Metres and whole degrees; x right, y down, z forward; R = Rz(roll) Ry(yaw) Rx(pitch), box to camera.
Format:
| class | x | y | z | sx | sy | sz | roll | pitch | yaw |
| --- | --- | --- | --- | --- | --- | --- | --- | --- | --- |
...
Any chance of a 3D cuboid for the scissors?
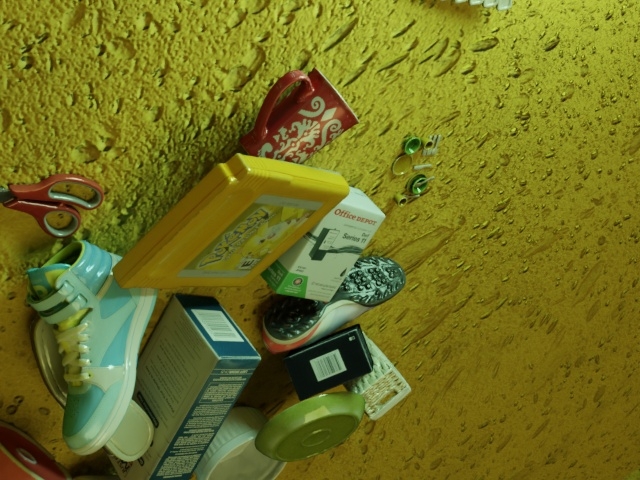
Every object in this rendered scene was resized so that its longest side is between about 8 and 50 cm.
| class | x | y | z | sx | sy | sz | roll | pitch | yaw |
| --- | --- | --- | --- | --- | --- | --- | --- | --- | --- |
| scissors | -0.444 | -0.072 | 1.287 | 0.297 | 0.021 | 0.109 | 18 | 115 | -46 |

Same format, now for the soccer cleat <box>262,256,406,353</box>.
| class | x | y | z | sx | sy | sz | roll | pitch | yaw |
| --- | --- | --- | --- | --- | --- | --- | --- | --- | --- |
| soccer cleat | 0.025 | 0.129 | 1.813 | 0.318 | 0.109 | 0.116 | -25 | 158 | -21 |

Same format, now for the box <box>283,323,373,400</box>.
| class | x | y | z | sx | sy | sz | roll | pitch | yaw |
| --- | --- | --- | --- | --- | --- | --- | --- | --- | --- |
| box | 0.020 | 0.240 | 1.818 | 0.155 | 0.093 | 0.158 | -22 | 178 | 4 |

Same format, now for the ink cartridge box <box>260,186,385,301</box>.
| class | x | y | z | sx | sy | sz | roll | pitch | yaw |
| --- | --- | --- | --- | --- | --- | --- | --- | --- | --- |
| ink cartridge box | 0.000 | 0.000 | 1.668 | 0.153 | 0.087 | 0.208 | 13 | 116 | -46 |

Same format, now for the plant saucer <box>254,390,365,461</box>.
| class | x | y | z | sx | sy | sz | roll | pitch | yaw |
| --- | --- | --- | --- | --- | --- | --- | --- | --- | --- |
| plant saucer | -0.014 | 0.383 | 1.831 | 0.240 | 0.037 | 0.241 | -18 | 148 | -12 |

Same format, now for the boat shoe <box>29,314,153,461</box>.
| class | x | y | z | sx | sy | sz | roll | pitch | yaw |
| --- | --- | --- | --- | --- | --- | --- | --- | --- | --- |
| boat shoe | -0.398 | 0.241 | 1.532 | 0.116 | 0.096 | 0.324 | -48 | 128 | -29 |

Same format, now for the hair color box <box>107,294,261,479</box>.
| class | x | y | z | sx | sy | sz | roll | pitch | yaw |
| --- | --- | --- | --- | --- | --- | --- | --- | --- | --- |
| hair color box | -0.261 | 0.287 | 1.646 | 0.105 | 0.174 | 0.347 | 9 | 120 | -46 |

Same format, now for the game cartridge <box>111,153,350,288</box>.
| class | x | y | z | sx | sy | sz | roll | pitch | yaw |
| --- | --- | --- | --- | --- | --- | --- | --- | --- | --- |
| game cartridge | -0.133 | -0.019 | 1.455 | 0.285 | 0.053 | 0.323 | -41 | 161 | 23 |

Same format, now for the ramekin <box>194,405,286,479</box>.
| class | x | y | z | sx | sy | sz | roll | pitch | yaw |
| --- | --- | --- | --- | --- | --- | --- | --- | --- | --- |
| ramekin | -0.178 | 0.445 | 1.916 | 0.207 | 0.109 | 0.207 | -23 | 137 | -23 |

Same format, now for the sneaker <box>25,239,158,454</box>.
| class | x | y | z | sx | sy | sz | roll | pitch | yaw |
| --- | --- | --- | --- | --- | --- | --- | --- | --- | --- |
| sneaker | -0.378 | 0.148 | 1.381 | 0.127 | 0.319 | 0.208 | -11 | 148 | 35 |

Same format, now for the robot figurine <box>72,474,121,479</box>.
| class | x | y | z | sx | sy | sz | roll | pitch | yaw |
| --- | --- | --- | --- | --- | --- | --- | --- | --- | --- |
| robot figurine | -0.386 | 0.560 | 1.774 | 0.353 | 0.200 | 0.300 | 14 | 130 | -46 |

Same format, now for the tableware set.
| class | x | y | z | sx | sy | sz | roll | pitch | yaw |
| --- | --- | --- | --- | --- | --- | --- | --- | --- | --- |
| tableware set | 0.179 | -0.133 | 1.746 | 0.104 | 0.024 | 0.154 | -8 | 131 | -34 |

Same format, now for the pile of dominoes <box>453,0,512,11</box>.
| class | x | y | z | sx | sy | sz | roll | pitch | yaw |
| --- | --- | --- | --- | --- | --- | --- | --- | --- | --- |
| pile of dominoes | 0.245 | -0.484 | 1.482 | 0.251 | 0.040 | 0.196 | 0 | 126 | -30 |

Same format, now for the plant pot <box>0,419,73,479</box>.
| class | x | y | z | sx | sy | sz | roll | pitch | yaw |
| --- | --- | --- | --- | --- | --- | --- | --- | --- | --- |
| plant pot | -0.556 | 0.447 | 1.499 | 0.243 | 0.275 | 0.275 | -50 | 142 | -7 |

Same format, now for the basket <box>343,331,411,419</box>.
| class | x | y | z | sx | sy | sz | roll | pitch | yaw |
| --- | --- | --- | --- | --- | --- | --- | --- | --- | --- |
| basket | 0.095 | 0.280 | 1.948 | 0.113 | 0.167 | 0.103 | -39 | 137 | -4 |

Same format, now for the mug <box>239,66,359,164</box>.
| class | x | y | z | sx | sy | sz | roll | pitch | yaw |
| --- | --- | --- | --- | --- | --- | --- | --- | --- | --- |
| mug | -0.049 | -0.191 | 1.450 | 0.169 | 0.113 | 0.150 | -40 | 116 | 4 |
